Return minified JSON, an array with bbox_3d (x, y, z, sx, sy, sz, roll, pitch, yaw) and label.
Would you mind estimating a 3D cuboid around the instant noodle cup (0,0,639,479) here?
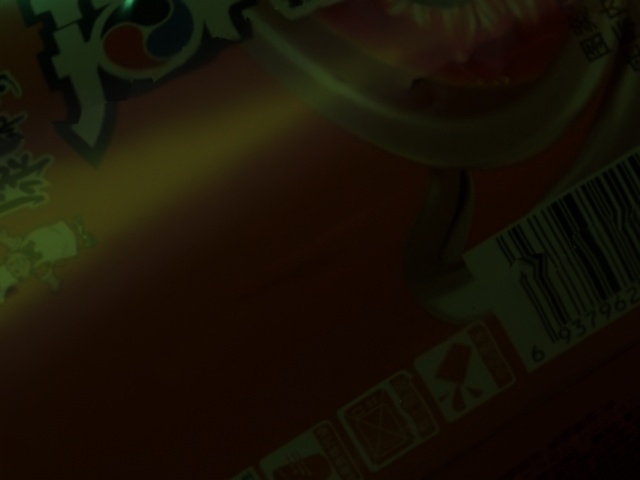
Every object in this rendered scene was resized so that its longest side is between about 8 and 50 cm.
[{"bbox_3d":[0.000,0.000,0.523,0.192,0.250,0.250,-28,55,2],"label":"instant noodle cup"}]
